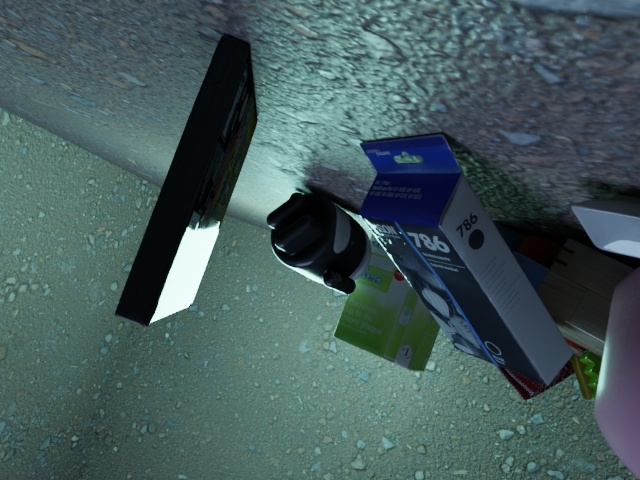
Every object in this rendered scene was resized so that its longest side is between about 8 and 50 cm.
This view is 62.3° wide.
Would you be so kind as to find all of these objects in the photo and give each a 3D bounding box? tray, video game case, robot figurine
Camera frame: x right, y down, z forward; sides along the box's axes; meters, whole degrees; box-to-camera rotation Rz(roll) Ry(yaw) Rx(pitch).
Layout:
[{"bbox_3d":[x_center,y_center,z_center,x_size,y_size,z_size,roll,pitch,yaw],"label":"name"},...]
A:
[{"bbox_3d":[0.376,0.008,0.464,0.270,0.030,0.145,18,173,40],"label":"tray"},{"bbox_3d":[-0.134,-0.050,0.597,0.035,0.274,0.248,19,175,-4],"label":"video game case"},{"bbox_3d":[-0.001,0.003,1.175,0.174,0.209,0.278,4,164,33],"label":"robot figurine"}]

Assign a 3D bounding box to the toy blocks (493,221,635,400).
[{"bbox_3d":[0.327,0.078,0.776,0.261,0.190,0.381,31,175,20],"label":"toy blocks"}]

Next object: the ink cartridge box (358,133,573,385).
[{"bbox_3d":[0.157,0.027,0.639,0.332,0.065,0.165,53,163,-21],"label":"ink cartridge box"}]

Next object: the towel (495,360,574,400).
[{"bbox_3d":[0.387,0.163,0.968,0.275,0.031,0.199,-11,-127,-38],"label":"towel"}]

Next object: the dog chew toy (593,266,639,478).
[{"bbox_3d":[0.378,0.116,0.360,0.332,0.206,0.206,10,170,30],"label":"dog chew toy"}]

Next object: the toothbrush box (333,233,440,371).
[{"bbox_3d":[0.186,0.139,1.258,0.206,0.283,0.122,20,174,30],"label":"toothbrush box"}]
